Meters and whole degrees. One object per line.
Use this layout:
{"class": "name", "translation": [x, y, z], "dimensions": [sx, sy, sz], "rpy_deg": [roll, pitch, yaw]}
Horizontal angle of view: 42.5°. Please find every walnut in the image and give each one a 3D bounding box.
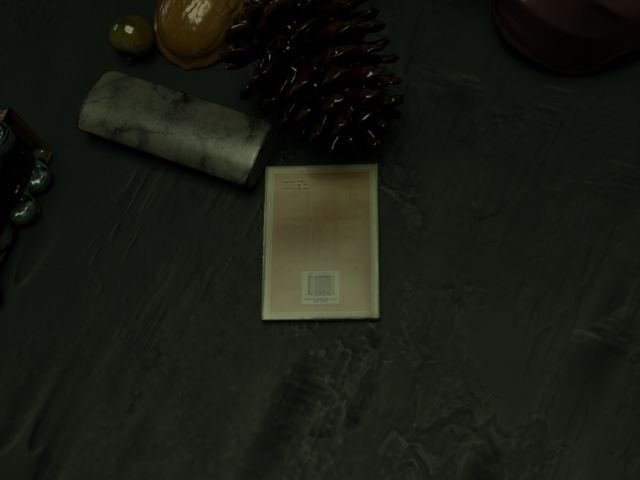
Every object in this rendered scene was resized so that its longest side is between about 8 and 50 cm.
{"class": "walnut", "translation": [-0.193, -0.388, 1.336], "dimensions": [0.167, 0.087, 0.211], "rpy_deg": [11, 69, 6]}

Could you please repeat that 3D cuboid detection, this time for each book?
{"class": "book", "translation": [0.000, 0.000, 1.191], "dimensions": [0.170, 0.018, 0.241], "rpy_deg": [-1, 68, 4]}

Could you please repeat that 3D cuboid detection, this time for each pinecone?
{"class": "pinecone", "translation": [0.000, -0.252, 1.198], "dimensions": [0.246, 0.246, 0.292], "rpy_deg": [-35, 88, -9]}

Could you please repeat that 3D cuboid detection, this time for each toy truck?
{"class": "toy truck", "translation": [-0.545, -0.028, 1.202], "dimensions": [0.185, 0.133, 0.338], "rpy_deg": [8, 65, 20]}

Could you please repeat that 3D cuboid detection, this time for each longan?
{"class": "longan", "translation": [-0.307, -0.325, 1.337], "dimensions": [0.075, 0.075, 0.083], "rpy_deg": [10, 110, 10]}

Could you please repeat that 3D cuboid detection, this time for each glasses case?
{"class": "glasses case", "translation": [-0.221, -0.170, 1.262], "dimensions": [0.299, 0.060, 0.114], "rpy_deg": [19, 70, 13]}

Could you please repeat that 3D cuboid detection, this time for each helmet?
{"class": "helmet", "translation": [0.421, -0.422, 1.231], "dimensions": [0.338, 0.197, 0.271], "rpy_deg": [-29, 65, -5]}
